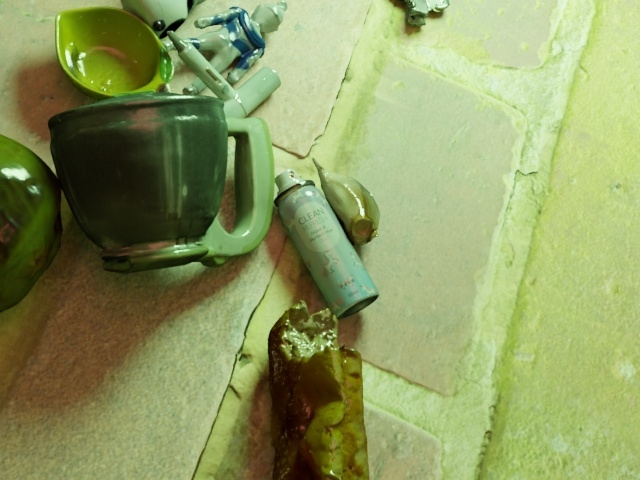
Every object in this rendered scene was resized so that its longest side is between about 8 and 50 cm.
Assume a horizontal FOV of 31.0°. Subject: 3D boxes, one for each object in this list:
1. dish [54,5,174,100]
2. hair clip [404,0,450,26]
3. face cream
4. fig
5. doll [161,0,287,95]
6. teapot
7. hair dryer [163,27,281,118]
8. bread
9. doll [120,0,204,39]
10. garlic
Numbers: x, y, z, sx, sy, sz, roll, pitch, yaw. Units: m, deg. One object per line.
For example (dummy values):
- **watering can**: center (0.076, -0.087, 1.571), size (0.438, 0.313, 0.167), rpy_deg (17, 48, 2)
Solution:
- **dish**: center (-0.309, -0.259, 1.712), size (0.208, 0.080, 0.149), rpy_deg (39, 64, 5)
- **hair clip**: center (0.162, -0.439, 1.930), size (0.116, 0.049, 0.172), rpy_deg (9, 63, -16)
- **face cream**: center (0.000, 0.000, 1.686), size (0.075, 0.075, 0.229), rpy_deg (-24, 75, -22)
- **fig**: center (-0.472, -0.033, 1.496), size (0.271, 0.239, 0.239), rpy_deg (24, 62, 16)
- **doll**: center (-0.135, -0.309, 1.793), size (0.227, 0.057, 0.114), rpy_deg (-34, 100, -23)
- **teapot**: center (-0.222, -0.073, 1.601), size (0.240, 0.321, 0.239), rpy_deg (-7, 90, 19)
- **hair dryer**: center (-0.158, -0.261, 1.728), size (0.155, 0.044, 0.183), rpy_deg (-44, 118, -26)
- **bread**: center (-0.007, 0.259, 1.514), size (0.109, 0.185, 0.380), rpy_deg (7, 65, -19)
- **doll**: center (-0.230, -0.387, 1.771), size (0.107, 0.110, 0.180), rpy_deg (23, 57, 19)
- **garlic**: center (0.047, -0.057, 1.720), size (0.066, 0.084, 0.152), rpy_deg (-26, 61, -4)
